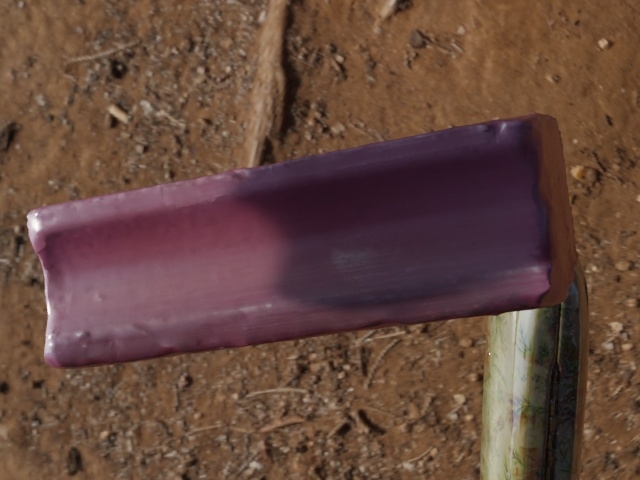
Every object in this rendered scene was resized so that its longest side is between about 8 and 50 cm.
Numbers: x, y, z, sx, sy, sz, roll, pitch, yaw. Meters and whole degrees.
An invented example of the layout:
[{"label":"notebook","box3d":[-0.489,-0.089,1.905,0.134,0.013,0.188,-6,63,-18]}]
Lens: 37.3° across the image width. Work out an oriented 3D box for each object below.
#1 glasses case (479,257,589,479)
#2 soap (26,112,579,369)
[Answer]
[{"label":"glasses case","box3d":[0.222,0.203,1.003,0.098,0.156,0.425,0,104,0]},{"label":"soap","box3d":[0.000,0.000,0.705,0.359,0.233,0.128,-9,93,18]}]
